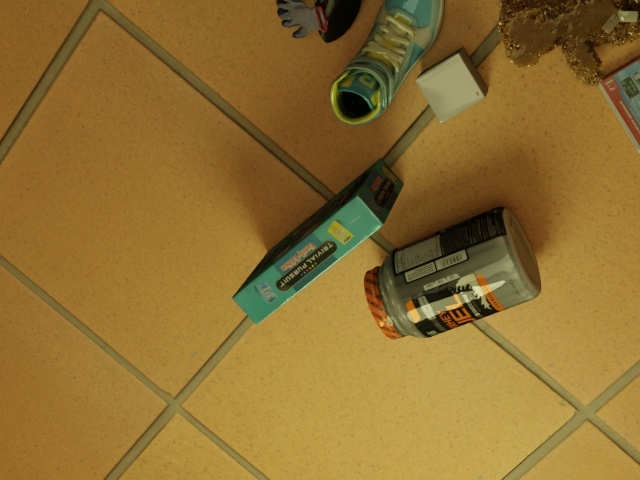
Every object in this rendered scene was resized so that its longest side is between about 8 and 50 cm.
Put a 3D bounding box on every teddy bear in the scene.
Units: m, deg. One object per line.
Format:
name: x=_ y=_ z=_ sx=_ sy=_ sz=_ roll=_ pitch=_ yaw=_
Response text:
teddy bear: x=0.488 y=-0.411 z=1.775 sx=0.338 sy=0.113 sz=0.245 roll=-28 pitch=107 yaw=14

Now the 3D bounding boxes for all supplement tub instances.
supplement tub: x=0.258 y=0.074 z=1.951 sx=0.316 sy=0.193 sz=0.193 roll=-23 pitch=102 yaw=21

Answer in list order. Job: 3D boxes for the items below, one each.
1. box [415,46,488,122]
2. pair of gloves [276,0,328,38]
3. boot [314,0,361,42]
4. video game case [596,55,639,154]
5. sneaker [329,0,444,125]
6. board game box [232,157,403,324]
box: x=0.250 y=-0.295 z=1.875 sx=0.101 sy=0.087 sz=0.102 roll=-29 pitch=101 yaw=22
pair of gloves: x=-0.052 y=-0.475 z=1.862 sx=0.159 sy=0.023 sz=0.198 roll=20 pitch=133 yaw=52
boot: x=-0.005 y=-0.509 z=1.866 sx=0.178 sy=0.085 sz=0.236 roll=46 pitch=151 yaw=25
video game case: x=0.684 y=-0.280 z=1.804 sx=0.285 sy=0.025 sz=0.204 roll=-31 pitch=100 yaw=22
sneaker: x=0.124 y=-0.345 z=1.824 sx=0.127 sy=0.208 sz=0.319 roll=27 pitch=113 yaw=5
board game box: x=0.000 y=0.000 z=1.957 sx=0.336 sy=0.254 sz=0.079 roll=-39 pitch=97 yaw=23
